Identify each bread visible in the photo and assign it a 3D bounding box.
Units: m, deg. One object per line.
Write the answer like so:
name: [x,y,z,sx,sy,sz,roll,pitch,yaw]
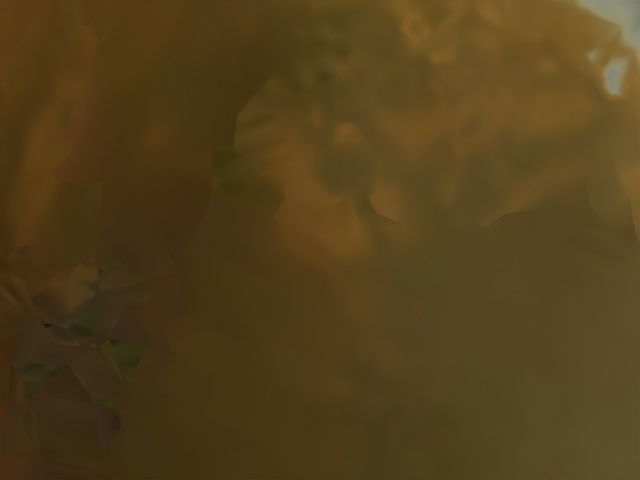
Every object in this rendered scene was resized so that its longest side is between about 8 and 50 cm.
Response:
bread: [0.000,0.000,0.492,0.348,0.253,0.376,37,-49,7]
